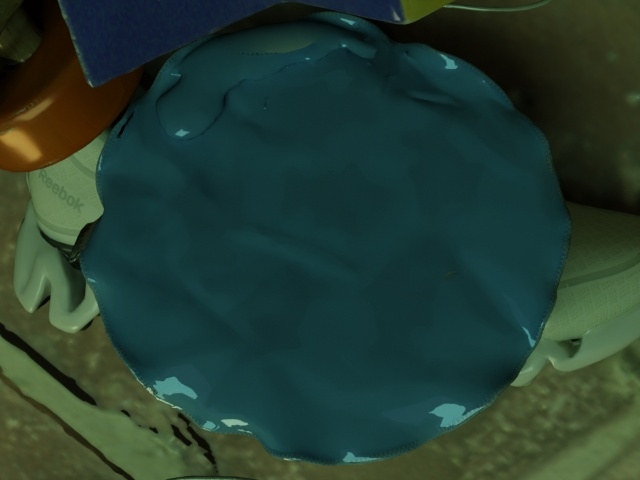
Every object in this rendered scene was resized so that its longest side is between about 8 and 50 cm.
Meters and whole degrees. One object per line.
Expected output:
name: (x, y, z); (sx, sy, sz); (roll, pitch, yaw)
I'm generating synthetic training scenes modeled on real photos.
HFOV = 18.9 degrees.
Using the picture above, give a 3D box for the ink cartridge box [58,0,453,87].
ink cartridge box: (0.035, -0.226, 0.552); (0.072, 0.307, 0.303); (33, 147, 49)

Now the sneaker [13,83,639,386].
sneaker: (0.006, -0.013, 0.804); (0.292, 0.110, 0.118); (6, 113, 13)

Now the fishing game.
fishing game: (0.000, 0.000, 0.740); (0.189, 0.264, 0.041); (7, 160, 5)

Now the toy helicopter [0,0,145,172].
toy helicopter: (-0.252, -0.025, 0.753); (0.235, 0.355, 0.140); (19, 157, 48)
